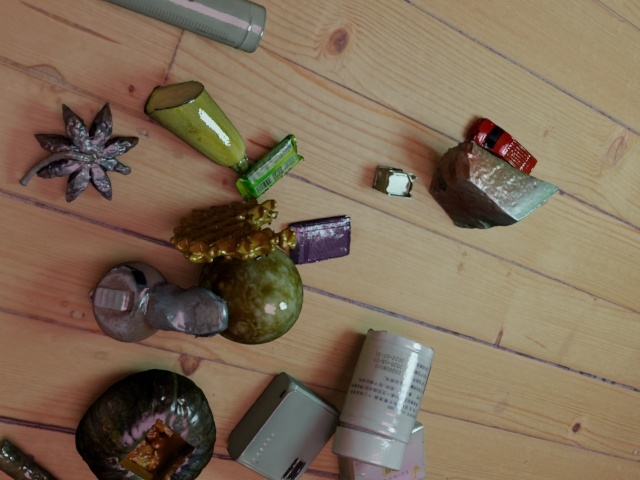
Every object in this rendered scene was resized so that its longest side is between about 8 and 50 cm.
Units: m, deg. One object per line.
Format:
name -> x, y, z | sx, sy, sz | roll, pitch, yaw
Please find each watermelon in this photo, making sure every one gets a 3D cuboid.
watermelon -> 0.419, -0.117, 1.785 | 0.302, 0.264, 0.151 | 23, 82, -17

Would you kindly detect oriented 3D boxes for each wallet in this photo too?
wallet -> 0.000, 0.000, 1.746 | 0.166, 0.030, 0.111 | -10, 109, -21

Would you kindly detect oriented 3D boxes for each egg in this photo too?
egg -> -0.153, 0.123, 1.570 | 0.238, 0.289, 0.238 | -9, 112, -22

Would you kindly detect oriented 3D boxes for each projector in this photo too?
projector -> -0.093, 0.499, 1.818 | 0.198, 0.108, 0.250 | 38, 87, -28
projector -> -0.282, -0.490, 1.432 | 0.337, 0.108, 0.108 | 14, 100, -26

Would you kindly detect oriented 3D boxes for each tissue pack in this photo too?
tissue pack -> 0.172, 0.607, 1.954 | 0.225, 0.124, 0.185 | -12, 107, -20

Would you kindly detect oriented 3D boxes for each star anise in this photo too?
star anise -> -0.502, -0.172, 1.451 | 0.262, 0.081, 0.230 | -26, 125, -17

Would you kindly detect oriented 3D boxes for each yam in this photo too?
yam -> -0.657, 0.563, 1.619 | 0.061, 0.061, 0.274 | -41, 118, -7

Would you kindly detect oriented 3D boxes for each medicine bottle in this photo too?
medicine bottle -> 0.162, 0.417, 1.797 | 0.190, 0.190, 0.332 | 28, 72, -28

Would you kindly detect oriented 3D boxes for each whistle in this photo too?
whistle -> -0.350, 0.143, 1.517 | 0.348, 0.189, 0.189 | 7, 107, 17

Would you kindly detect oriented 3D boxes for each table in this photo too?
table -> 0.188, -0.148, 1.752 | 0.079, 0.083, 0.062 | 6, 104, -24

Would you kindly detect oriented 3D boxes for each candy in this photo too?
candy -> -0.119, -0.167, 1.622 | 0.178, 0.032, 0.102 | -42, 150, -8

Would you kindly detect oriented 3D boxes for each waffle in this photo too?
waffle -> -0.195, -0.015, 1.509 | 0.260, 0.293, 0.069 | -9, 110, -8

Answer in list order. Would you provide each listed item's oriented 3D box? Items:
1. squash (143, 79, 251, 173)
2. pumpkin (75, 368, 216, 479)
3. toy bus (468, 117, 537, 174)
squash -> -0.232, -0.240, 1.519 | 0.287, 0.137, 0.137 | 39, 88, -31
pumpkin -> -0.395, 0.456, 1.625 | 0.320, 0.192, 0.320 | -7, 107, -23
toy bus -> 0.483, -0.245, 1.846 | 0.195, 0.089, 0.081 | 35, 90, -28
